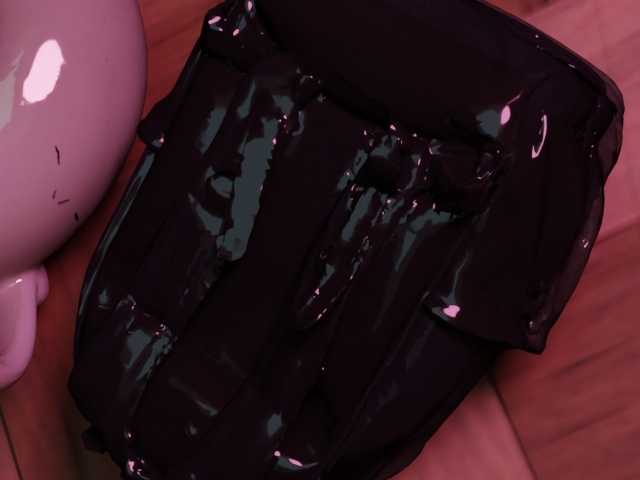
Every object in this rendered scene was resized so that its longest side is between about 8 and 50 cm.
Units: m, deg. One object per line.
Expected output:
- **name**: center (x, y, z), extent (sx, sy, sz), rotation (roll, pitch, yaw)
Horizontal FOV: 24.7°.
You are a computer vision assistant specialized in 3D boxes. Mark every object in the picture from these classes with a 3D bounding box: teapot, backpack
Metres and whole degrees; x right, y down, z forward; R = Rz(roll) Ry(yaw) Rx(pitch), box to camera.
- **teapot**: center (-0.179, -0.065, 0.674), extent (0.208, 0.166, 0.299), rotation (-20, 59, -1)
- **backpack**: center (0.000, 0.000, 0.615), extent (0.206, 0.133, 0.258), rotation (33, 94, 26)
